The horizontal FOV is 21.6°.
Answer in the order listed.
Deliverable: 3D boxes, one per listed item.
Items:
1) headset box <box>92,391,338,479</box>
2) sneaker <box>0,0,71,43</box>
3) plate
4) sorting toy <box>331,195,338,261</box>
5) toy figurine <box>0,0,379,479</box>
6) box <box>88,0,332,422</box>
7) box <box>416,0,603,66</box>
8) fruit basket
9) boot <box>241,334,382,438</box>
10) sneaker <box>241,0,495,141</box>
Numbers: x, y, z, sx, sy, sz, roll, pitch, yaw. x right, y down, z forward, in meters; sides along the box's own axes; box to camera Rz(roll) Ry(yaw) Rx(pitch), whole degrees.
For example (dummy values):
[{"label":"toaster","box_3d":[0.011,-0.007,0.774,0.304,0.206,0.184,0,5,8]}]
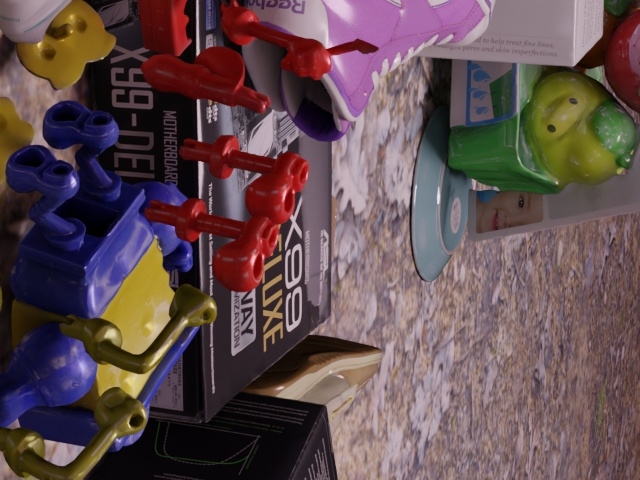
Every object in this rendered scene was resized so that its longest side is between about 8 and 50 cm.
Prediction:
[{"label":"headset box","box_3d":[-0.085,0.277,1.076,0.283,0.131,0.246,-63,152,-46]},{"label":"sneaker","box_3d":[-0.143,-0.169,0.912,0.061,0.053,0.152,97,15,-51]},{"label":"plate","box_3d":[0.132,-0.049,1.762,0.188,0.024,0.188,5,90,-71]},{"label":"sorting toy","box_3d":[0.000,0.000,1.414,0.062,0.012,0.083,46,49,-72]},{"label":"toy figurine","box_3d":[-0.107,0.054,0.881,0.362,0.191,0.217,-62,157,-43]},{"label":"box","box_3d":[-0.065,-0.064,1.111,0.242,0.076,0.307,-33,126,-66]},{"label":"box","box_3d":[0.164,-0.266,1.548,0.119,0.181,0.182,-43,136,-60]},{"label":"fruit basket","box_3d":[0.284,-0.180,1.650,0.165,0.353,0.327,18,68,-40]},{"label":"boot","box_3d":[-0.017,0.166,1.321,0.213,0.077,0.165,-18,112,-64]},{"label":"sneaker","box_3d":[0.025,-0.136,1.103,0.282,0.102,0.161,19,80,-59]}]
